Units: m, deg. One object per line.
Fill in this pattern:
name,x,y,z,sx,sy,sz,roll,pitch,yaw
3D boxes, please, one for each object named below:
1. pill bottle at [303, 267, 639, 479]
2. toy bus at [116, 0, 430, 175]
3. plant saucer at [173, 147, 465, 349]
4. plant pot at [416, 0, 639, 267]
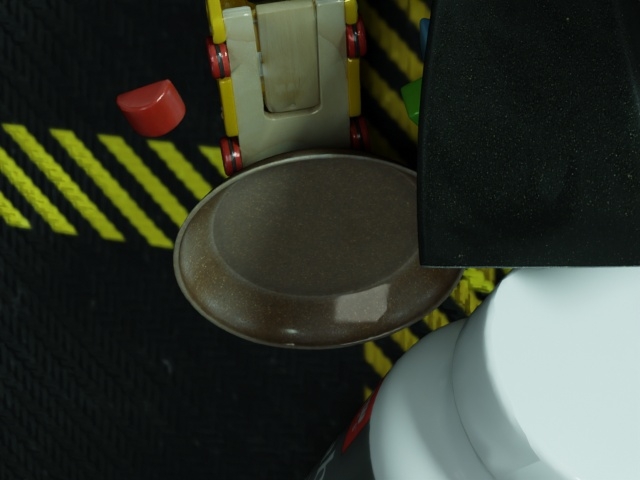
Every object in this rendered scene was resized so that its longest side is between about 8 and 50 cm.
pill bottle,0.101,0.175,1.041,0.210,0.210,0.363,39,137,6
toy bus,-0.024,-0.119,1.084,0.202,0.191,0.104,-37,48,32
plant saucer,0.000,0.000,1.119,0.199,0.036,0.198,-3,140,-3
plant pot,0.164,-0.090,0.946,0.188,0.187,0.167,-3,104,45
